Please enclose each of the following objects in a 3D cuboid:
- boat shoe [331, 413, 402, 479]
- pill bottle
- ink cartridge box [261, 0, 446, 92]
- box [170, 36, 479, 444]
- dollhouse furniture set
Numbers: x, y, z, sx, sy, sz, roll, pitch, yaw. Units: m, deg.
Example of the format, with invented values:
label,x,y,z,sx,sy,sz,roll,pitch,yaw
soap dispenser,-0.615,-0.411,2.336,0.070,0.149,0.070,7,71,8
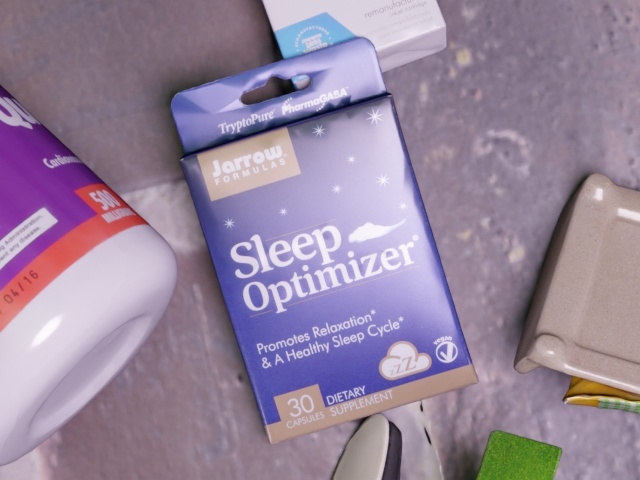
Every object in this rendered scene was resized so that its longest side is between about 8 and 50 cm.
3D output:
label,x,y,z,sx,sy,sz,roll,pitch,yaw
boat shoe,0.030,0.174,1.121,0.042,0.049,0.133,21,71,-28
pill bottle,-0.253,-0.028,1.099,0.323,0.181,0.181,43,87,8
ink cartridge box,0.002,-0.193,1.163,0.104,0.060,0.180,-21,81,2
box,0.000,0.000,1.119,0.136,0.036,0.225,-17,97,2
dollhouse furniture set,0.202,0.129,1.091,0.198,0.151,0.301,16,54,9
